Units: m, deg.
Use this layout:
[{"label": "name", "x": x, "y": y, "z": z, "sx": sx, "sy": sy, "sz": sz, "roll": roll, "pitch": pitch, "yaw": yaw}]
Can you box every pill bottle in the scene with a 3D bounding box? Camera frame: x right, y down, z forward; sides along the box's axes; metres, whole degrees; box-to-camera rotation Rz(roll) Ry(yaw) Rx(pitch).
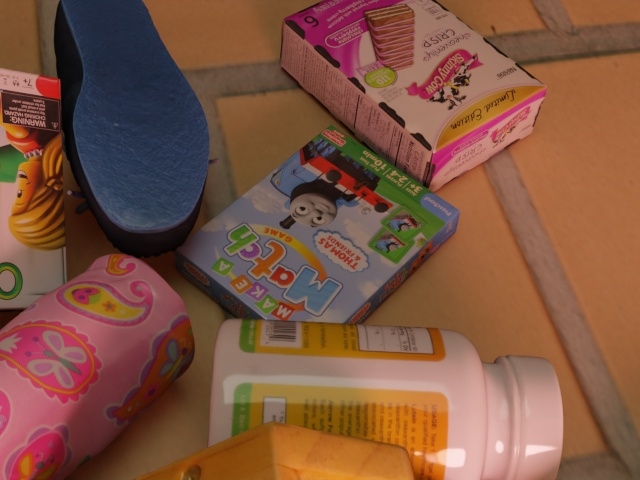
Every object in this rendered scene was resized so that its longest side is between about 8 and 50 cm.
[{"label": "pill bottle", "x": 0.044, "y": 0.131, "z": 0.709, "sx": 0.245, "sy": 0.136, "sz": 0.136, "roll": 3, "pitch": 52, "yaw": -2}]

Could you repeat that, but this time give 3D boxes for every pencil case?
[{"label": "pencil case", "x": -0.216, "y": 0.124, "z": 0.681, "sx": 0.124, "sy": 0.124, "sz": 0.284, "roll": 32, "pitch": 48, "yaw": 19}]

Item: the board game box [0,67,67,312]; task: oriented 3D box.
[{"label": "board game box", "x": -0.327, "y": -0.043, "z": 0.689, "sx": 0.305, "sy": 0.053, "sz": 0.193, "roll": 3, "pitch": 81, "yaw": -48}]

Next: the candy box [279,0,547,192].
[{"label": "candy box", "x": 0.090, "y": -0.169, "z": 0.985, "sx": 0.159, "sy": 0.071, "sz": 0.233, "roll": -31, "pitch": 61, "yaw": -26}]

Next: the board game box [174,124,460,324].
[{"label": "board game box", "x": 0.000, "y": 0.000, "z": 0.869, "sx": 0.160, "sy": 0.039, "sz": 0.211, "roll": 36, "pitch": 59, "yaw": 21}]

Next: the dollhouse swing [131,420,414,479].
[{"label": "dollhouse swing", "x": 0.006, "y": 0.338, "z": 0.578, "sx": 0.315, "sy": 0.305, "sz": 0.347, "roll": -27, "pitch": 51, "yaw": 22}]

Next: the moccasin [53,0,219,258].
[{"label": "moccasin", "x": -0.175, "y": -0.106, "z": 0.895, "sx": 0.137, "sy": 0.117, "sz": 0.342, "roll": 1, "pitch": 47, "yaw": -19}]
